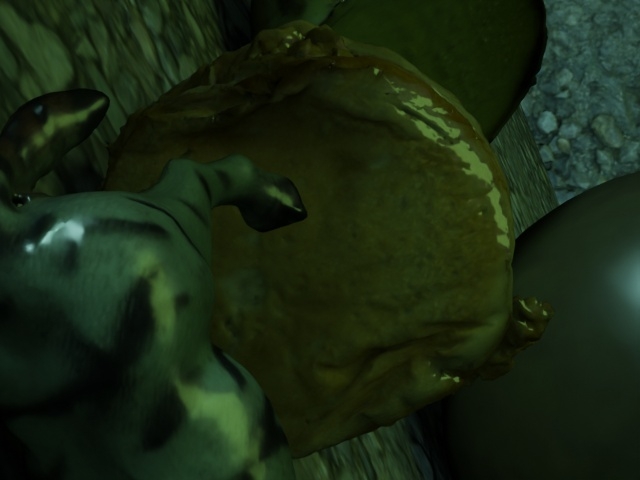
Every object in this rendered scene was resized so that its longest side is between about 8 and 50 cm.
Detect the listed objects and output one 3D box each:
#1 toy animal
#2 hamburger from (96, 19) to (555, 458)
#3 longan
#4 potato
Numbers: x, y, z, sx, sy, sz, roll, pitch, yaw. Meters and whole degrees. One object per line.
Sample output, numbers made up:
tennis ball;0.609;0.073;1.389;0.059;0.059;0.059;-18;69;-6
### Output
toy animal;-0.026;0.083;0.513;0.255;0.089;0.170;68;15;16
hamburger;0.000;0.000;0.648;0.147;0.138;0.083;59;14;-10
longan;0.239;0.119;1.105;0.361;0.361;0.361;-23;90;-79
potato;0.033;-0.125;1.070;0.111;0.160;0.271;46;2;25
